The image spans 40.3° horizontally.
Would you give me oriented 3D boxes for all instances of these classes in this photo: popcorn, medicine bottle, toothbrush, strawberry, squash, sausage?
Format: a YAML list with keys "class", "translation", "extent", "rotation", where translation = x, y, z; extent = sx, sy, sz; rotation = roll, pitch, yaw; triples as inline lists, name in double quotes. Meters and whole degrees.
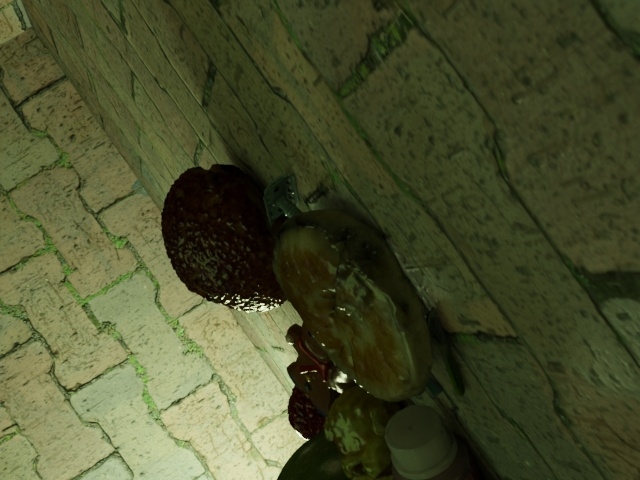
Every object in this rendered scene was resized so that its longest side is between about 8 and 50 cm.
- class: "popcorn"
  translation: [0.123, 0.397, 1.760]
  extent: [0.203, 0.200, 0.226]
  rotation: [6, 102, 39]
- class: "medicine bottle"
  translation: [0.200, 0.404, 1.513]
  extent: [0.147, 0.147, 0.247]
  rotation: [35, 156, 58]
- class: "toothbrush"
  translation: [0.115, 0.151, 1.441]
  extent: [0.263, 0.026, 0.022]
  rotation: [54, 175, 5]
- class: "strawberry"
  translation: [0.007, 0.419, 2.194]
  extent: [0.234, 0.178, 0.234]
  rotation: [44, 162, 18]
- class: "squash"
  translation: [0.050, 0.568, 1.937]
  extent: [0.310, 0.309, 0.310]
  rotation: [35, 140, 37]
- class: "sausage"
  translation: [0.061, 0.250, 1.793]
  extent: [0.078, 0.078, 0.304]
  rotation: [51, 166, 17]

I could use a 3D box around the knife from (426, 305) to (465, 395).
- class: "knife"
  translation: [0.178, 0.160, 1.248]
  extent: [0.026, 0.022, 0.184]
  rotation: [7, 135, 38]

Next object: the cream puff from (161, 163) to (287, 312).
- class: "cream puff"
  translation: [-0.190, 0.006, 1.747]
  extent: [0.350, 0.229, 0.350]
  rotation: [50, 164, 20]

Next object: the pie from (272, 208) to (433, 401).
- class: "pie"
  translation: [0.049, 0.098, 1.307]
  extent: [0.339, 0.077, 0.339]
  rotation: [39, 147, 31]

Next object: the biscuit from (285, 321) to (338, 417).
- class: "biscuit"
  translation: [-0.012, 0.283, 2.009]
  extent: [0.205, 0.049, 0.324]
  rotation: [45, 146, 23]

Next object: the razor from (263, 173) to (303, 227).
- class: "razor"
  translation: [0.000, 0.000, 1.422]
  extent: [0.232, 0.068, 0.106]
  rotation: [45, 165, 22]
